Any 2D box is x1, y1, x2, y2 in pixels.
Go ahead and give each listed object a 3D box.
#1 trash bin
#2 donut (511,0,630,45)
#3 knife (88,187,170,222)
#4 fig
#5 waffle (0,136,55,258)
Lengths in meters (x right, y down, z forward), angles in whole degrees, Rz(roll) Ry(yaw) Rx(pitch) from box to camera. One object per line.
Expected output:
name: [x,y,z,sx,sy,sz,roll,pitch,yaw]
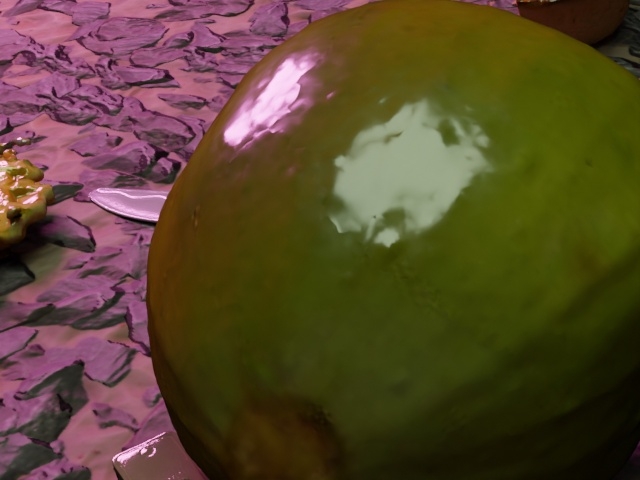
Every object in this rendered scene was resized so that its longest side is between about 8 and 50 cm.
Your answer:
trash bin: [-0.088,0.172,0.746,0.043,0.092,0.061,-22,35,-23]
donut: [0.281,-0.277,1.386,0.141,0.085,0.217,5,35,16]
knife: [-0.110,-0.033,1.135,0.244,0.032,0.058,0,41,18]
fig: [0.055,0.027,0.721,0.343,0.343,0.343,-5,33,3]
waffle: [-0.390,-0.018,1.132,0.281,0.060,0.262,14,41,30]
